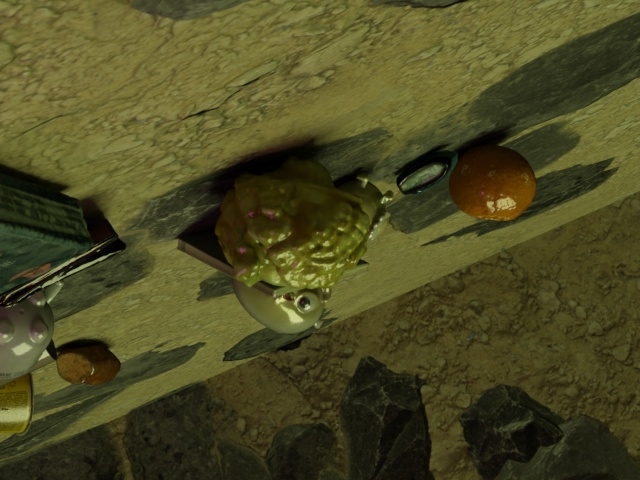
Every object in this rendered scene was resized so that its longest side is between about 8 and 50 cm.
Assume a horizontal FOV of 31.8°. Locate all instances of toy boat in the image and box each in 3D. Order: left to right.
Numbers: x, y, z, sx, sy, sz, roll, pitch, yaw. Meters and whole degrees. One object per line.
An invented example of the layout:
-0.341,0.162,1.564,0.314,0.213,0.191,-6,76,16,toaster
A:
0.208,-0.134,2.185,0.137,0.060,0.061,-32,-170,31,toy boat

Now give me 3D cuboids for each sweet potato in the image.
-0.511,0.281,2.516,0.097,0.097,0.252,-25,166,7,sweet potato

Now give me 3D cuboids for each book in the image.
-0.085,0.022,1.951,0.215,0.025,0.283,-15,-154,-36,book

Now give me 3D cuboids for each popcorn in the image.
-0.049,-0.018,1.784,0.256,0.195,0.255,7,-149,27,popcorn

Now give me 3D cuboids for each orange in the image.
0.348,-0.115,2.257,0.178,0.155,0.177,7,-170,-1,orange

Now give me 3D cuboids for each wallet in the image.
-0.386,0.028,1.643,0.195,0.042,0.161,-26,-166,-11,wallet

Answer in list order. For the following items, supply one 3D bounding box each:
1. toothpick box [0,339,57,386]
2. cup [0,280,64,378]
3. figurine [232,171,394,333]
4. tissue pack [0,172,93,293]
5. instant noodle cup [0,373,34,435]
-0.580,0.206,2.022,0.181,0.111,0.111,-24,168,-4,toothpick box
-0.488,0.136,1.846,0.173,0.134,0.142,-14,163,-34,cup
0.000,0.000,2.184,0.394,0.227,0.274,-47,-172,36,figurine
-0.455,0.002,1.403,0.228,0.103,0.316,-26,168,10,tissue pack
-0.649,0.292,2.148,0.144,0.182,0.182,-2,157,-36,instant noodle cup
